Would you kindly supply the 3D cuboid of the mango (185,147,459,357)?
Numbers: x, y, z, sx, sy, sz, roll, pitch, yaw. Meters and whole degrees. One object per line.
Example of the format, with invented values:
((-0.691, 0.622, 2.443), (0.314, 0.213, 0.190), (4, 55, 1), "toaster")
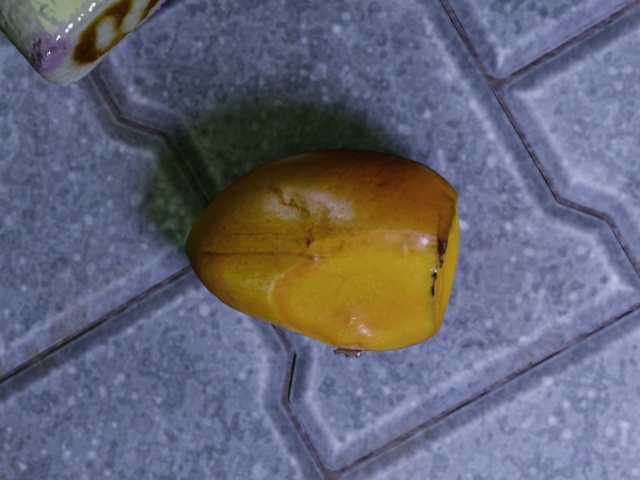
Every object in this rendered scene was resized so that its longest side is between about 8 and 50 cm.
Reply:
((0.000, 0.000, 1.670), (0.257, 0.138, 0.187), (12, 114, 11), "mango")

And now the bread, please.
((-0.295, -0.328, 1.678), (0.187, 0.155, 0.338), (-42, 85, 1), "bread")
